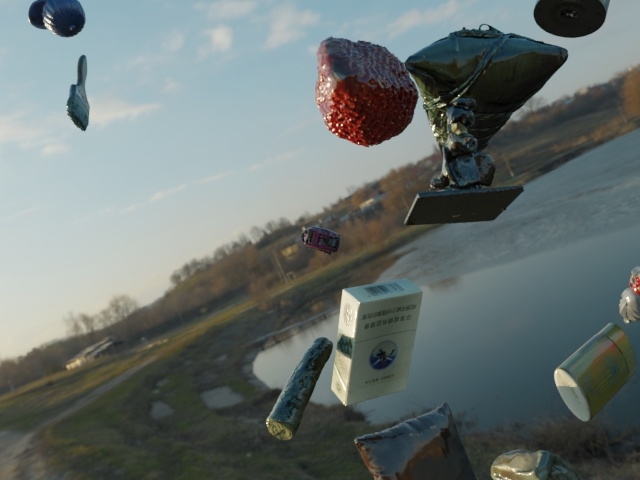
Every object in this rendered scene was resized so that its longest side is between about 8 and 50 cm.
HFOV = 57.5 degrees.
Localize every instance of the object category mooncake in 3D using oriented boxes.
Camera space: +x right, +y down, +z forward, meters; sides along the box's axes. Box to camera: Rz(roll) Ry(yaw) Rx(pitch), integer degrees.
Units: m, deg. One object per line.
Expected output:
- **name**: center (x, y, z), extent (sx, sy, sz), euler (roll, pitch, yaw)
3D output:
- **mooncake**: center (0.330, 0.362, 0.866), extent (0.073, 0.125, 0.130), euler (-40, -1, -30)

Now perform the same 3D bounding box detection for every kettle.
- **kettle**: center (0.612, -0.640, 1.364), extent (0.161, 0.236, 0.221), euler (16, -15, 22)

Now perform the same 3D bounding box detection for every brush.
- **brush**: center (-0.482, -0.307, 1.169), extent (0.021, 0.196, 0.070), euler (-13, -32, 2)

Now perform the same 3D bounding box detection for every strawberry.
- **strawberry**: center (0.095, -0.405, 1.556), extent (0.267, 0.312, 0.351), euler (-47, -11, 16)

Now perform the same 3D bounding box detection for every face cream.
- **face cream**: center (0.687, 0.318, 1.438), extent (0.285, 0.139, 0.067), euler (-22, -7, -38)

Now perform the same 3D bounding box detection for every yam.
- **yam**: center (-0.034, 0.278, 1.145), extent (0.061, 0.061, 0.274), euler (-26, 15, 28)

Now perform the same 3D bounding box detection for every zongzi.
- **zongzi**: center (0.331, -0.293, 1.312), extent (0.319, 0.361, 0.383), euler (0, 13, 3)

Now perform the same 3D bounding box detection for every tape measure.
- **tape measure**: center (0.000, 0.000, 1.794), extent (0.125, 0.074, 0.118), euler (15, -2, -4)

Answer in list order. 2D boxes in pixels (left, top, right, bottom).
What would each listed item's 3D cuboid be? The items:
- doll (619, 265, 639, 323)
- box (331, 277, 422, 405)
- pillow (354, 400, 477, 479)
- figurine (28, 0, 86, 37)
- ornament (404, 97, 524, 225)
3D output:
- **doll**: center (0.833, 0.150, 1.539), extent (0.079, 0.180, 0.094), euler (-15, 35, -11)
- **box**: center (0.121, 0.218, 1.263), extent (0.164, 0.256, 0.069), euler (-7, 25, -27)
- **pillow**: center (0.247, 0.562, 1.360), extent (0.306, 0.307, 0.108), euler (-7, -20, -35)
- **figurine**: center (-0.471, -0.426, 1.056), extent (0.086, 0.149, 0.087), euler (-38, -46, 24)
- **ornament**: center (0.210, -0.135, 0.928), extent (0.153, 0.195, 0.166), euler (-2, -15, -1)
